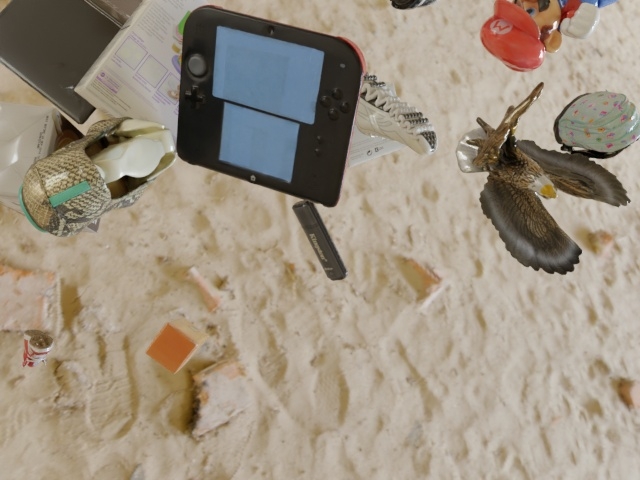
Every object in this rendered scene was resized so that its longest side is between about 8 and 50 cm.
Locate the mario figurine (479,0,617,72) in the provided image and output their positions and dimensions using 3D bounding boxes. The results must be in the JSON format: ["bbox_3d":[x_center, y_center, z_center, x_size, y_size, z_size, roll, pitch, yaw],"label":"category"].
[{"bbox_3d":[0.391,-0.406,1.127,0.321,0.198,0.170,-35,97,-16],"label":"mario figurine"}]

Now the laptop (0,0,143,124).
[{"bbox_3d":[-0.623,-0.549,1.908,0.382,0.236,0.408,38,27,7],"label":"laptop"}]

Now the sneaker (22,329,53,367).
[{"bbox_3d":[-0.515,0.207,1.264,0.042,0.118,0.067,0,97,-32],"label":"sneaker"}]

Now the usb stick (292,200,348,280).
[{"bbox_3d":[0.000,0.000,2.093,0.278,0.077,0.045,63,37,-20],"label":"usb stick"}]

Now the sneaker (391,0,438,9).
[{"bbox_3d":[0.106,-0.410,0.894,0.121,0.079,0.216,-36,115,-52],"label":"sneaker"}]

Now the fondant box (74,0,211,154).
[{"bbox_3d":[-0.340,-0.383,1.534,0.238,0.096,0.330,40,75,-30],"label":"fondant box"}]

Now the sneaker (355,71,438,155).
[{"bbox_3d":[0.160,-0.285,1.656,0.110,0.118,0.292,-10,49,-49],"label":"sneaker"}]

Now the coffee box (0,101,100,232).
[{"bbox_3d":[-0.514,-0.127,1.319,0.119,0.297,0.168,7,79,3],"label":"coffee box"}]

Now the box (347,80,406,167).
[{"bbox_3d":[0.112,-0.311,1.840,0.181,0.119,0.181,-21,110,-12],"label":"box"}]

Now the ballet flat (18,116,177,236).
[{"bbox_3d":[-0.351,-0.137,1.225,0.483,0.182,0.164,-86,151,-71],"label":"ballet flat"}]

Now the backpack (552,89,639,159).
[{"bbox_3d":[0.599,-0.252,1.489,0.152,0.182,0.115,-46,115,1],"label":"backpack"}]

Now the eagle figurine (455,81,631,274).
[{"bbox_3d":[0.406,-0.104,1.309,0.298,0.226,0.225,39,43,-26],"label":"eagle figurine"}]

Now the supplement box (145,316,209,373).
[{"bbox_3d":[-0.291,0.212,1.432,0.078,0.233,0.080,36,87,0],"label":"supplement box"}]

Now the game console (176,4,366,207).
[{"bbox_3d":[-0.112,-0.269,1.391,0.387,0.341,0.060,19,25,16],"label":"game console"}]
